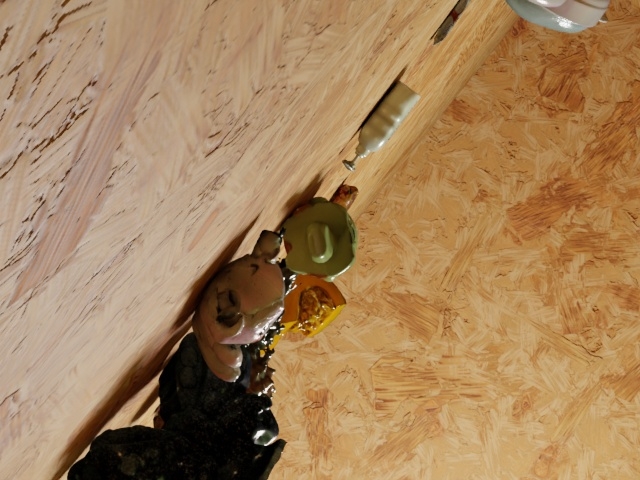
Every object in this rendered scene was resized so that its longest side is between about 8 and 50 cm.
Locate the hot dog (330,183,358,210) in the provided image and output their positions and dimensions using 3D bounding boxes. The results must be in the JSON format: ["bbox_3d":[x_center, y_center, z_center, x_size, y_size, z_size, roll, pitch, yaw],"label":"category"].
[{"bbox_3d":[0.030,-0.060,2.115,0.062,0.038,0.144,-45,171,-41],"label":"hot dog"}]

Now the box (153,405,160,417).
[{"bbox_3d":[-0.243,0.274,1.962,0.117,0.036,0.050,-50,177,-29],"label":"box"}]

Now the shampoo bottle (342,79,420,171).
[{"bbox_3d":[0.087,-0.166,1.655,0.152,0.045,0.077,-54,179,8],"label":"shampoo bottle"}]

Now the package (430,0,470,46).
[{"bbox_3d":[0.198,-0.331,1.644,0.110,0.015,0.037,-55,175,23],"label":"package"}]

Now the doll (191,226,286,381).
[{"bbox_3d":[-0.099,0.082,1.361,0.149,0.095,0.192,-57,179,-36],"label":"doll"}]

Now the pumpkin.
[{"bbox_3d":[-0.081,0.135,2.129,0.248,0.126,0.131,-16,157,-51],"label":"pumpkin"}]

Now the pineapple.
[{"bbox_3d":[-0.127,0.189,1.743,0.361,0.175,0.175,-61,175,10],"label":"pineapple"}]

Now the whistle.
[{"bbox_3d":[0.000,0.000,1.653,0.106,0.131,0.288,-10,-178,5],"label":"whistle"}]

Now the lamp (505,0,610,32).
[{"bbox_3d":[0.320,-0.368,1.605,0.246,0.179,0.108,-9,137,-57],"label":"lamp"}]

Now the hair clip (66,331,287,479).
[{"bbox_3d":[-0.166,0.269,1.445,0.194,0.206,0.310,-49,-179,43],"label":"hair clip"}]
